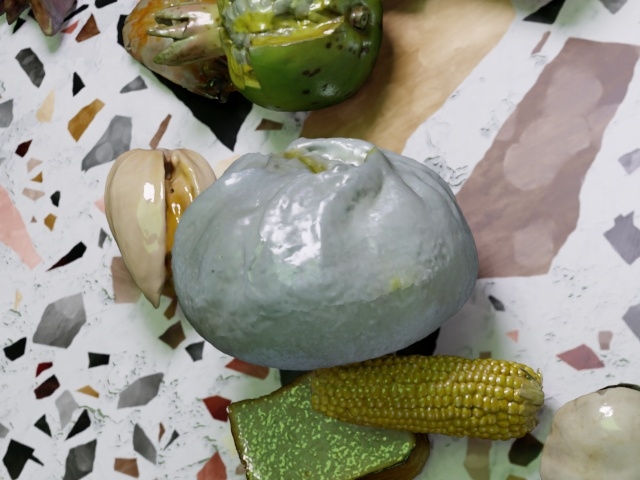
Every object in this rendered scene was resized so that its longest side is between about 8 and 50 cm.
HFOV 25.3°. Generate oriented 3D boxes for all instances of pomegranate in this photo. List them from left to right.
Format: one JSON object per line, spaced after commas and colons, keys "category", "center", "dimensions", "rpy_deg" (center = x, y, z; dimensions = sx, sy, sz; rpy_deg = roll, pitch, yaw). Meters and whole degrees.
{"category": "pomegranate", "center": [-0.068, -0.272, 1.831], "dimensions": [0.302, 0.236, 0.236], "rpy_deg": [-4, 67, 25]}

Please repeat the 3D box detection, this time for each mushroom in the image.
{"category": "mushroom", "center": [0.304, 0.224, 1.493], "dimensions": [0.154, 0.122, 0.154], "rpy_deg": [2, 102, 7]}

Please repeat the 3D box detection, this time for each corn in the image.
{"category": "corn", "center": [0.118, 0.169, 1.574], "dimensions": [0.260, 0.091, 0.091], "rpy_deg": [6, 95, -2]}

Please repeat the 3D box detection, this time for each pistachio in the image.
{"category": "pistachio", "center": [-0.200, -0.018, 1.846], "dimensions": [0.157, 0.157, 0.229], "rpy_deg": [-21, 66, 19]}

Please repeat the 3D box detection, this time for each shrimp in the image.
{"category": "shrimp", "center": [-0.172, -0.277, 1.990], "dimensions": [0.154, 0.062, 0.294], "rpy_deg": [-45, 54, -3]}

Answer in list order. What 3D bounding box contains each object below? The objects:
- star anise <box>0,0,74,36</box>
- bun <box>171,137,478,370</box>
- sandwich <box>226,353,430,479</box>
{"category": "star anise", "center": [-0.442, -0.454, 2.181], "dimensions": [0.292, 0.109, 0.349], "rpy_deg": [-27, 58, 9]}
{"category": "bun", "center": [0.000, 0.000, 1.616], "dimensions": [0.362, 0.362, 0.211], "rpy_deg": [0, 111, 28]}
{"category": "sandwich", "center": [0.010, 0.226, 1.674], "dimensions": [0.215, 0.065, 0.186], "rpy_deg": [-32, 58, 12]}
